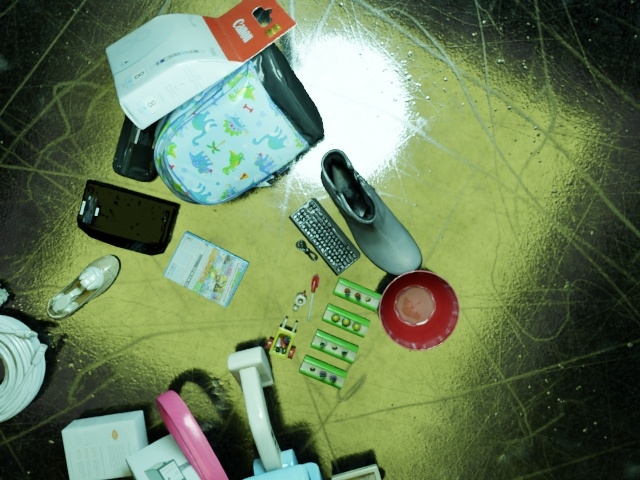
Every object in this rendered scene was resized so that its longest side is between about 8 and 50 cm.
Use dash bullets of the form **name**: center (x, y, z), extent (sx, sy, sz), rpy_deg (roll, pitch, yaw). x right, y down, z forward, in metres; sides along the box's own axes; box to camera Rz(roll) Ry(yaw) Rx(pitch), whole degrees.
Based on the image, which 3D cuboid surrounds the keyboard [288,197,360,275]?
- **keyboard**: center (0.000, 0.000, 1.887), extent (0.108, 0.023, 0.180), rpy_deg (-39, 91, 2)

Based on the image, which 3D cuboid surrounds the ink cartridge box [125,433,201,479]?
- **ink cartridge box**: center (-0.298, 0.595, 1.755), extent (0.122, 0.289, 0.211), rpy_deg (-25, 122, -20)

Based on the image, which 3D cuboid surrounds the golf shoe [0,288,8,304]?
- **golf shoe**: center (-0.812, 0.093, 1.878), extent (0.086, 0.069, 0.176), rpy_deg (-35, 91, 8)

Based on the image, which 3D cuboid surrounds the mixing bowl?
- **mixing bowl**: center (0.221, 0.154, 1.856), extent (0.182, 0.098, 0.181), rpy_deg (0, 94, 0)

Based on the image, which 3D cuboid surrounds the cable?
- **cable**: center (-0.773, 0.294, 1.876), extent (0.257, 0.089, 0.257), rpy_deg (20, 94, 0)

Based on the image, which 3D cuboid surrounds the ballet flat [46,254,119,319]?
- **ballet flat**: center (-0.552, 0.114, 1.874), extent (0.206, 0.067, 0.073), rpy_deg (-44, 91, 2)

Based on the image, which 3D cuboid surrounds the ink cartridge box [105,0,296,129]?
- **ink cartridge box**: center (-0.267, -0.428, 1.727), extent (0.385, 0.308, 0.091), rpy_deg (-33, 127, 3)

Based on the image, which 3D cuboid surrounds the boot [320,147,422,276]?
- **boot**: center (0.105, -0.046, 1.783), extent (0.118, 0.223, 0.338), rpy_deg (-42, 92, 2)

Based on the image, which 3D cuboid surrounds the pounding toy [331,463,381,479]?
- **pounding toy**: center (0.111, 0.598, 1.893), extent (0.141, 0.100, 0.130), rpy_deg (-15, 79, -1)

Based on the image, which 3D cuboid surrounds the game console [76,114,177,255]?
- **game console**: center (-0.419, -0.157, 1.872), extent (0.213, 0.044, 0.361), rpy_deg (16, 94, -2)

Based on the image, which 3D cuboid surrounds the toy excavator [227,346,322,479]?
- **toy excavator**: center (-0.097, 0.517, 1.799), extent (0.223, 0.433, 0.445), rpy_deg (-13, 121, 1)

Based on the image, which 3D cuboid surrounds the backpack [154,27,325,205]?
- **backpack**: center (-0.200, -0.235, 1.771), extent (0.356, 0.273, 0.290), rpy_deg (-24, 124, 15)

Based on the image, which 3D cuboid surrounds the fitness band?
- **fitness band**: center (-0.281, 0.468, 1.810), extent (0.054, 0.209, 0.290), rpy_deg (-30, 81, -18)

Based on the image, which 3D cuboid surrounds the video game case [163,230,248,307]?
- **video game case**: center (-0.268, 0.068, 1.896), extent (0.166, 0.015, 0.119), rpy_deg (27, 92, -1)

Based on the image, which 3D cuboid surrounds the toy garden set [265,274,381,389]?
- **toy garden set**: center (0.003, 0.202, 1.884), extent (0.204, 0.049, 0.244), rpy_deg (23, 93, -1)

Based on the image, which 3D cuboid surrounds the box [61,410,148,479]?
- **box**: center (-0.495, 0.479, 1.882), extent (0.171, 0.091, 0.130), rpy_deg (-8, 93, 1)
